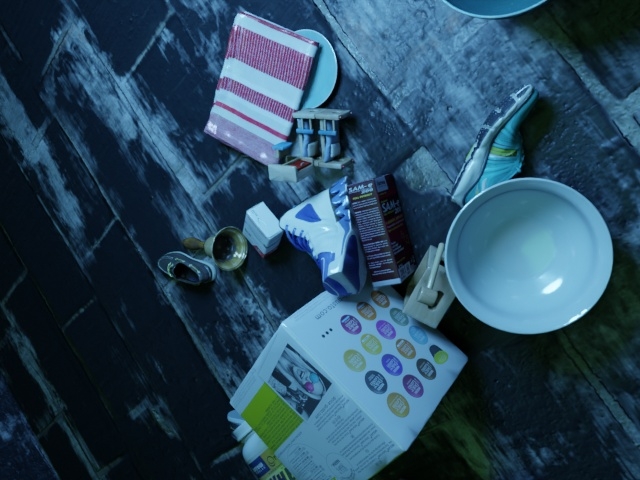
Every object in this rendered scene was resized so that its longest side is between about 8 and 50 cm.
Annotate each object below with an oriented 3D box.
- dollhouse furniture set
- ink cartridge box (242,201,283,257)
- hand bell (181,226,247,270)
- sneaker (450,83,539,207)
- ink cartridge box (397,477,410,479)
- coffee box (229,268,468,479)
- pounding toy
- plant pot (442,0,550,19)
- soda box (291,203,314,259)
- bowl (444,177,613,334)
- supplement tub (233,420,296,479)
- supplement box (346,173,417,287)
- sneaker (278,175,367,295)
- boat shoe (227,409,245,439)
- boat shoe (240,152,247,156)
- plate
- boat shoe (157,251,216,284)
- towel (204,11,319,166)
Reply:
[{"bbox_3d":[-0.020,-0.222,1.166,0.129,0.184,0.129,10,119,28],"label":"dollhouse furniture set"},{"bbox_3d":[-0.154,-0.026,1.350,0.099,0.056,0.135,50,155,10],"label":"ink cartridge box"},{"bbox_3d":[-0.343,0.015,1.499,0.242,0.126,0.126,5,106,42],"label":"hand bell"},{"bbox_3d":[0.366,-0.181,1.023,0.110,0.107,0.275,23,120,3],"label":"sneaker"},{"bbox_3d":[0.225,0.795,1.286,0.114,0.197,0.272,1,103,31],"label":"ink cartridge box"},{"bbox_3d":[0.063,0.324,1.153,0.334,0.338,0.338,44,129,14],"label":"coffee box"},{"bbox_3d":[0.256,0.095,1.073,0.094,0.206,0.181,26,116,3],"label":"pounding toy"},{"bbox_3d":[0.340,-0.528,0.872,0.290,0.195,0.290,9,108,29],"label":"plant pot"},{"bbox_3d":[0.000,0.000,1.294,0.210,0.067,0.071,46,121,12],"label":"soda box"},{"bbox_3d":[0.399,0.024,0.998,0.298,0.134,0.297,2,99,15],"label":"bowl"},{"bbox_3d":[-0.071,0.593,1.395,0.316,0.228,0.228,48,121,12],"label":"supplement tub"},{"bbox_3d":[0.145,-0.026,1.160,0.073,0.130,0.239,-13,96,30],"label":"supplement box"},{"bbox_3d":[0.000,0.001,1.162,0.182,0.315,0.127,-17,135,19],"label":"sneaker"},{"bbox_3d":[-0.214,0.594,1.585,0.184,0.065,0.083,2,106,37],"label":"boat shoe"},{"bbox_3d":[-0.205,-0.295,1.357,0.049,0.040,0.142,18,111,26],"label":"boat shoe"},{"bbox_3d":[-0.036,-0.416,1.233,0.188,0.024,0.188,9,107,30],"label":"plate"},{"bbox_3d":[-0.435,0.087,1.579,0.228,0.069,0.081,10,107,29],"label":"boat shoe"},{"bbox_3d":[-0.157,-0.375,1.267,0.237,0.037,0.328,29,114,16],"label":"towel"}]
